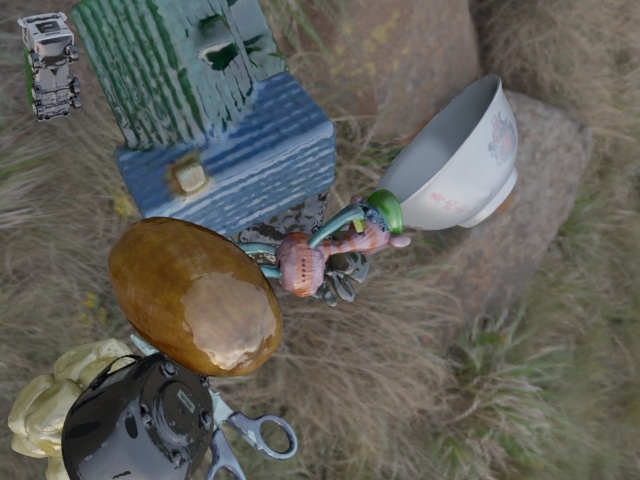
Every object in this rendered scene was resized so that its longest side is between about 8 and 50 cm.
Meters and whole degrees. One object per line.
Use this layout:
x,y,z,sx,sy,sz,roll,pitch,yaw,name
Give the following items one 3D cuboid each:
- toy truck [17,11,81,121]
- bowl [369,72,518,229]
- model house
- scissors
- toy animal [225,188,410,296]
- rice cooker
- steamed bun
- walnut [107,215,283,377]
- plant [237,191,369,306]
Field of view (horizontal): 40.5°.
-0.577,-0.364,1.841,0.101,0.125,0.242,-18,147,-28,toy truck
0.254,-0.126,1.582,0.157,0.345,0.345,40,68,-10,bowl
-0.161,-0.204,1.265,0.334,0.342,0.382,-27,104,-9,model house
-0.206,0.295,1.588,0.383,0.029,0.256,54,38,-1,scissors
0.000,0.000,0.969,0.208,0.103,0.100,-15,60,-15,toy animal
-0.189,0.199,0.922,0.142,0.118,0.203,54,20,-15,rice cooker
-0.279,0.229,1.055,0.192,0.106,0.177,-22,109,-11,steamed bun
-0.109,0.040,0.716,0.116,0.207,0.116,-24,128,-34,walnut
-0.033,0.004,1.794,0.276,0.188,0.199,13,49,-3,plant
